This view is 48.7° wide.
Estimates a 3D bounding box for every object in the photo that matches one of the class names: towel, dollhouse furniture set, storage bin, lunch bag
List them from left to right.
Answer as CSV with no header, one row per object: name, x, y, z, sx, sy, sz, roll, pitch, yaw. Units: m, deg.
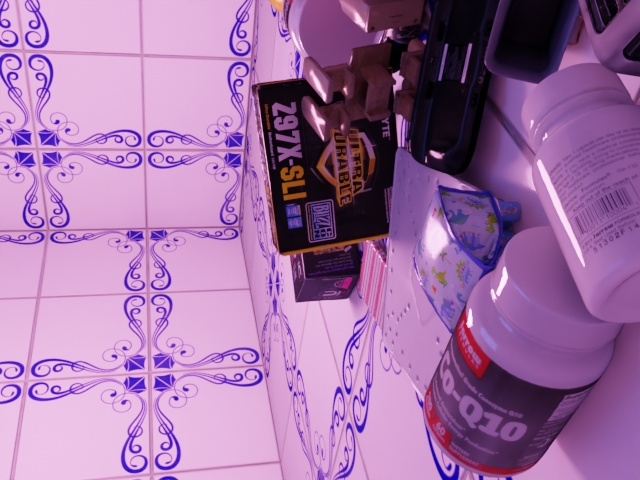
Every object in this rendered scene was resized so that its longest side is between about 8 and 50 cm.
dollhouse furniture set,0.071,-0.319,1.181,0.161,0.212,0.242,56,152,38
towel,0.128,0.092,1.500,0.197,0.029,0.144,-118,30,-57
lunch bag,0.181,0.025,0.903,0.151,0.096,0.129,-91,9,-47
storage bin,0.256,-0.265,0.820,0.091,0.098,0.135,-64,-14,-51

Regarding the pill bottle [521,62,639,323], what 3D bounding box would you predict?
pill bottle,0.272,-0.051,0.657,0.131,0.131,0.229,106,158,-52

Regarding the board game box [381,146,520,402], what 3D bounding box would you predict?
board game box,0.195,0.072,1.163,0.390,0.050,0.390,-127,38,-67

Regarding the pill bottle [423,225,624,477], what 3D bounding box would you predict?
pill bottle,0.226,0.130,0.798,0.161,0.161,0.283,-105,19,-44

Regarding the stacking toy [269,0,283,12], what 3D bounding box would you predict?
stacking toy,-0.057,-0.663,1.738,0.350,0.351,0.480,115,135,-61

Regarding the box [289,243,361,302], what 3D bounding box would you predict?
box,0.000,0.000,1.761,0.165,0.143,0.270,112,153,-63

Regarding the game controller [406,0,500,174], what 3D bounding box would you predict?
game controller,0.201,-0.259,1.041,0.166,0.067,0.319,31,115,59

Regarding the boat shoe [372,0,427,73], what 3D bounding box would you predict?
boat shoe,0.147,-0.381,1.270,0.228,0.080,0.076,120,136,-65

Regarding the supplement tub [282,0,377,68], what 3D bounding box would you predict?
supplement tub,0.023,-0.465,1.474,0.272,0.191,0.191,-106,19,-64

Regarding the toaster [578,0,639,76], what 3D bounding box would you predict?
toaster,0.299,-0.247,0.572,0.168,0.110,0.185,122,145,-65

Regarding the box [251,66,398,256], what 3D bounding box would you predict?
box,0.019,-0.151,1.335,0.079,0.257,0.322,-129,32,-70
